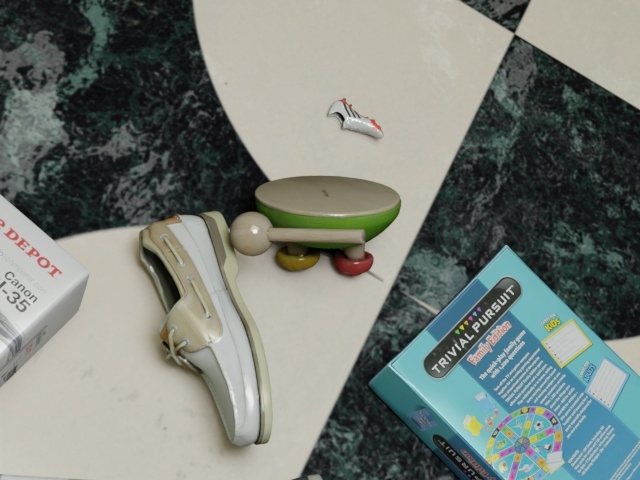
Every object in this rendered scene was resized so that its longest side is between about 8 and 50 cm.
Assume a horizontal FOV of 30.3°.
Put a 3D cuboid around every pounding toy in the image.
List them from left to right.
[{"bbox_3d":[0.000,0.000,1.461,0.182,0.110,0.237,7,19,16],"label":"pounding toy"}]

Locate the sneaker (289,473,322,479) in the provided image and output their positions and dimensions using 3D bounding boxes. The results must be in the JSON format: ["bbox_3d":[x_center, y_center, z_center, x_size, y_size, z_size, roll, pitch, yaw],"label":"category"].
[{"bbox_3d":[-0.031,0.378,1.295,0.118,0.083,0.222,-13,75,-5],"label":"sneaker"}]

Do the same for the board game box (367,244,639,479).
[{"bbox_3d":[0.265,0.209,1.475,0.336,0.079,0.254,45,59,6],"label":"board game box"}]

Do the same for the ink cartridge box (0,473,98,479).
[{"bbox_3d":[-0.327,0.322,1.192,0.219,0.092,0.160,8,63,-16],"label":"ink cartridge box"}]

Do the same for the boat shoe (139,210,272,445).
[{"bbox_3d":[-0.136,0.105,1.371,0.103,0.113,0.302,-7,56,-21],"label":"boat shoe"}]

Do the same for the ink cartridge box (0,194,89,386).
[{"bbox_3d":[-0.420,0.078,1.269,0.207,0.117,0.283,40,58,3],"label":"ink cartridge box"}]

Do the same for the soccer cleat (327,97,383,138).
[{"bbox_3d":[0.048,-0.160,1.617,0.083,0.029,0.036,37,67,5],"label":"soccer cleat"}]
